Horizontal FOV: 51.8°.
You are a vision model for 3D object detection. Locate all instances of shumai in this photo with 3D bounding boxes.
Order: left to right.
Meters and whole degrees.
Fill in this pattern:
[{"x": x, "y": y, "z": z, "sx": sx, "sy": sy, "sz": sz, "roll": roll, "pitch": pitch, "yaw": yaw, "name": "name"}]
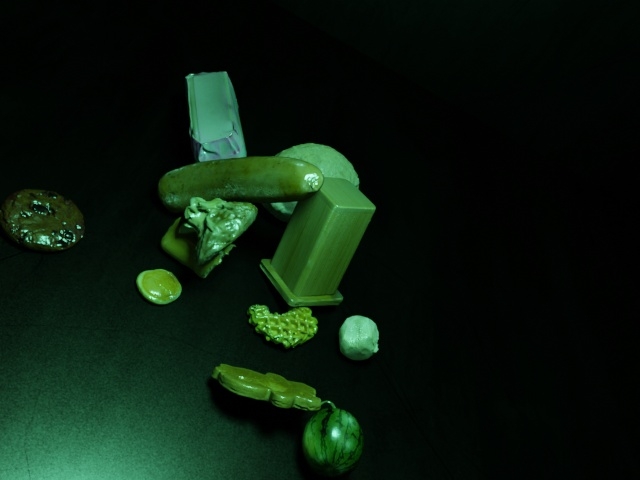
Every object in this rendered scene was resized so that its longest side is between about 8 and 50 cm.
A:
[{"x": -0.264, "y": -0.043, "z": 1.609, "sx": 0.153, "sy": 0.161, "sz": 0.209, "roll": 42, "pitch": 67, "yaw": 0, "name": "shumai"}]

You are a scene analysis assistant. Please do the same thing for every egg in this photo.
[{"x": -0.034, "y": -0.167, "z": 1.994, "sx": 0.310, "sy": 0.279, "sz": 0.279, "roll": 5, "pitch": 43, "yaw": -11, "name": "egg"}]

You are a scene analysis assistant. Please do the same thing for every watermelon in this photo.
[{"x": 0.028, "y": 0.430, "z": 1.462, "sx": 0.140, "sy": 0.141, "sz": 0.187, "roll": 25, "pitch": 37, "yaw": -14, "name": "watermelon"}]

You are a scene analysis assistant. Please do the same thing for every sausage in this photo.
[{"x": -0.212, "y": -0.152, "z": 1.710, "sx": 0.136, "sy": 0.500, "sz": 0.123, "roll": -69, "pitch": 146, "yaw": -41, "name": "sausage"}]

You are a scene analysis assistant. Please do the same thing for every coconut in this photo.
[{"x": 0.104, "y": 0.252, "z": 1.752, "sx": 0.110, "sy": 0.110, "sz": 0.125, "roll": 23, "pitch": 42, "yaw": -17, "name": "coconut"}]

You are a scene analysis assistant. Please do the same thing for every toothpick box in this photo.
[{"x": 0.000, "y": 0.000, "z": 1.753, "sx": 0.190, "sy": 0.308, "sz": 0.187, "roll": 2, "pitch": 35, "yaw": -39, "name": "toothpick box"}]

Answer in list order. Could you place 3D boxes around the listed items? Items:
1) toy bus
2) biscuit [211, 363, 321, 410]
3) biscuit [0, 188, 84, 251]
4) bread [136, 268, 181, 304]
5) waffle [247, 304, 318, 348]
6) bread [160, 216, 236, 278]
[{"x": -0.325, "y": -0.349, "z": 1.993, "sx": 0.171, "sy": 0.162, "sz": 0.387, "roll": -14, "pitch": 50, "yaw": -2, "name": "toy bus"}, {"x": -0.122, "y": 0.332, "z": 1.474, "sx": 0.248, "sy": 0.035, "sz": 0.184, "roll": 17, "pitch": 1, "yaw": -14, "name": "biscuit"}, {"x": -0.648, "y": -0.048, "z": 1.540, "sx": 0.192, "sy": 0.049, "sz": 0.192, "roll": 21, "pitch": 42, "yaw": -21, "name": "biscuit"}, {"x": -0.390, "y": 0.110, "z": 1.588, "sx": 0.110, "sy": 0.024, "sz": 0.110, "roll": 22, "pitch": 37, "yaw": -18, "name": "bread"}, {"x": -0.090, "y": 0.204, "z": 1.700, "sx": 0.149, "sy": 0.051, "sz": 0.194, "roll": 49, "pitch": 37, "yaw": 18, "name": "waffle"}, {"x": -0.320, "y": 0.008, "z": 1.706, "sx": 0.173, "sy": 0.085, "sz": 0.134, "roll": 35, "pitch": 36, "yaw": -1, "name": "bread"}]
